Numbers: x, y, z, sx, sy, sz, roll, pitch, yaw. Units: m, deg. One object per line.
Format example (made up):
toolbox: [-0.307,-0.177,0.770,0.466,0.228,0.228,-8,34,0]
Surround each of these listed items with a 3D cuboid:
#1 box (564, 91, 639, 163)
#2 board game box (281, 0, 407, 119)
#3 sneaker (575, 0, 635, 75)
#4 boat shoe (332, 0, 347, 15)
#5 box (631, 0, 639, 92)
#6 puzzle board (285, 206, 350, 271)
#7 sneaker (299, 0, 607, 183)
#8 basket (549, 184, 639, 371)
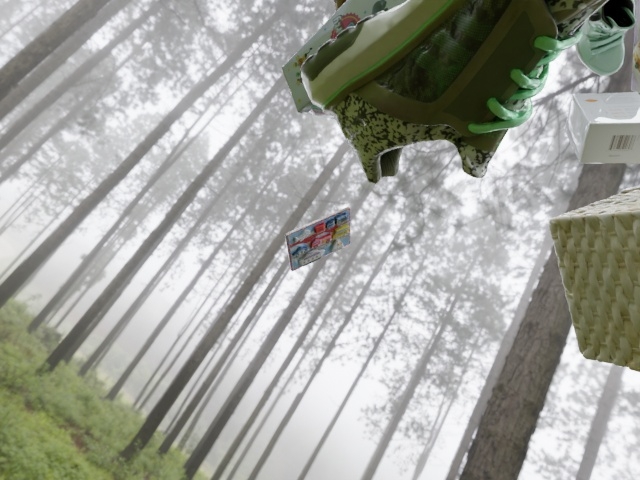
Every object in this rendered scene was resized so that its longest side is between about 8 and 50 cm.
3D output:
box: [0.613,-0.241,0.926,0.130,0.170,0.091,3,-52,15]
board game box: [0.122,-0.308,0.691,0.224,0.097,0.303,-4,-21,-48]
sneaker: [0.646,-0.459,0.983,0.094,0.151,0.256,-29,-55,22]
boat shoe: [0.087,-0.667,1.147,0.117,0.123,0.324,20,-30,-22]
box: [0.867,-0.542,1.133,0.063,0.067,0.323,-112,178,-55]
puzzle board: [0.000,0.000,0.785,0.011,0.128,0.096,51,-23,39]
sneaker: [0.156,-0.156,0.399,0.410,0.158,0.181,-10,-75,54]
basket: [0.661,0.058,0.795,0.328,0.267,0.331,175,-98,-72]
